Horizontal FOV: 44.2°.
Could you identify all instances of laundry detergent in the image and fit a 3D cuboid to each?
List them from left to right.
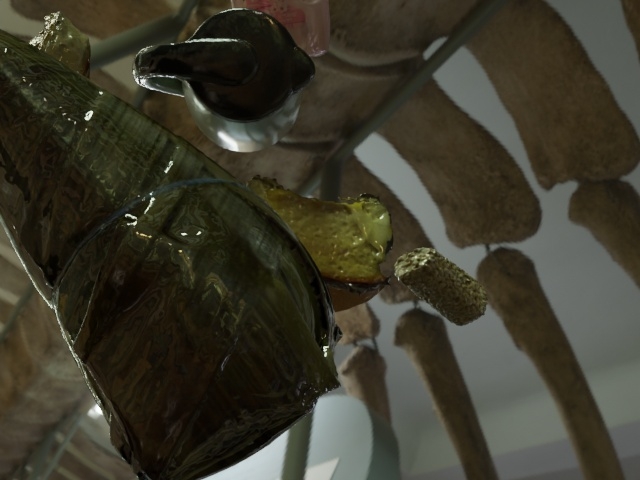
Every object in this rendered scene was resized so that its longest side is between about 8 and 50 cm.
[{"bbox_3d":[-0.076,-0.459,1.266,0.158,0.088,0.335,-9,-80,-8],"label":"laundry detergent"}]

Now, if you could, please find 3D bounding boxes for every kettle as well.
[{"bbox_3d":[-0.125,-0.205,1.006,0.221,0.161,0.236,5,2,-6],"label":"kettle"}]

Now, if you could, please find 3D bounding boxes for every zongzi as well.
[{"bbox_3d":[-0.109,-0.010,0.512,0.300,0.138,0.286,49,1,3],"label":"zongzi"}]

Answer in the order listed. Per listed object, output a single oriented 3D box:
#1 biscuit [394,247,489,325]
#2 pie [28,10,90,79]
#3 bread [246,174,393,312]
[{"bbox_3d":[0.194,0.074,1.264,0.082,0.070,0.168,-31,-53,34],"label":"biscuit"},{"bbox_3d":[-0.281,-0.137,0.785,0.084,0.179,0.205,31,4,-30],"label":"pie"},{"bbox_3d":[0.000,0.000,0.934,0.160,0.140,0.169,-6,-30,17],"label":"bread"}]
